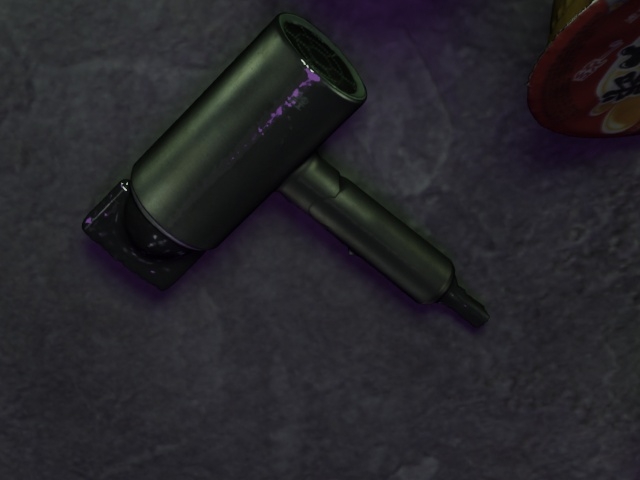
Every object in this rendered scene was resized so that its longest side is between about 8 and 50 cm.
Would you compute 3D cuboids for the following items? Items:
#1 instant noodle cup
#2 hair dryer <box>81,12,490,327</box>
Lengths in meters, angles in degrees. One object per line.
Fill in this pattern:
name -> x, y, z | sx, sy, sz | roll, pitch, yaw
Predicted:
instant noodle cup -> 0.229, -0.162, 0.996 | 0.274, 0.274, 0.090 | -24, 70, 13
hair dryer -> 0.000, 0.000, 1.140 | 0.248, 0.078, 0.195 | 38, 112, -19
